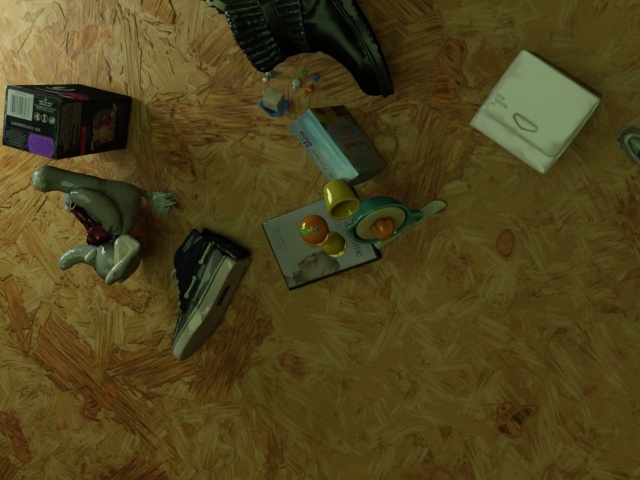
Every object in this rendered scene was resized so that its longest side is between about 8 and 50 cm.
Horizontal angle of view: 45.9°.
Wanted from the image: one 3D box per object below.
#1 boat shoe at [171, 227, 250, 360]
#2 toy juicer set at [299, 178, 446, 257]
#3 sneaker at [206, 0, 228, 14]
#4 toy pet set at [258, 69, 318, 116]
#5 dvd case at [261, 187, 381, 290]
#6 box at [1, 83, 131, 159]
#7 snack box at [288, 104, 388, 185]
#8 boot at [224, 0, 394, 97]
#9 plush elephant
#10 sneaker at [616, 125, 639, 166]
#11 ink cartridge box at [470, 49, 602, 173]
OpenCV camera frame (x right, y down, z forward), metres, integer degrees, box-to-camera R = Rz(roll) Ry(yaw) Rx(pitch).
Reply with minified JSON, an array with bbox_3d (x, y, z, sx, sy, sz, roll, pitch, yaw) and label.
[{"bbox_3d":[-0.316,0.127,1.897,0.158,0.127,0.340,36,104,17],"label":"boat shoe"},{"bbox_3d":[0.105,-0.018,1.615,0.209,0.329,0.089,-48,50,36],"label":"toy juicer set"},{"bbox_3d":[-0.293,-0.624,1.721,0.234,0.078,0.106,34,102,-9],"label":"sneaker"},{"bbox_3d":[-0.081,-0.341,1.737,0.122,0.065,0.114,27,75,11],"label":"toy pet set"},{"bbox_3d":[0.000,0.000,1.789,0.253,0.022,0.180,-21,94,23],"label":"dvd case"},{"bbox_3d":[-0.606,-0.293,1.821,0.165,0.270,0.143,16,107,17],"label":"box"},{"bbox_3d":[0.044,-0.202,1.626,0.070,0.207,0.174,-39,85,26],"label":"snack box"},{"bbox_3d":[-0.020,-0.413,1.618,0.260,0.131,0.348,-29,97,15],"label":"boot"},{"bbox_3d":[-0.534,-0.012,1.859,0.330,0.272,0.255,8,79,-5],"label":"plush elephant"},{"bbox_3d":[0.659,-0.148,1.470,0.191,0.083,0.071,38,111,8],"label":"sneaker"},{"bbox_3d":[0.422,-0.252,1.455,0.171,0.233,0.168,36,112,10],"label":"ink cartridge box"}]
